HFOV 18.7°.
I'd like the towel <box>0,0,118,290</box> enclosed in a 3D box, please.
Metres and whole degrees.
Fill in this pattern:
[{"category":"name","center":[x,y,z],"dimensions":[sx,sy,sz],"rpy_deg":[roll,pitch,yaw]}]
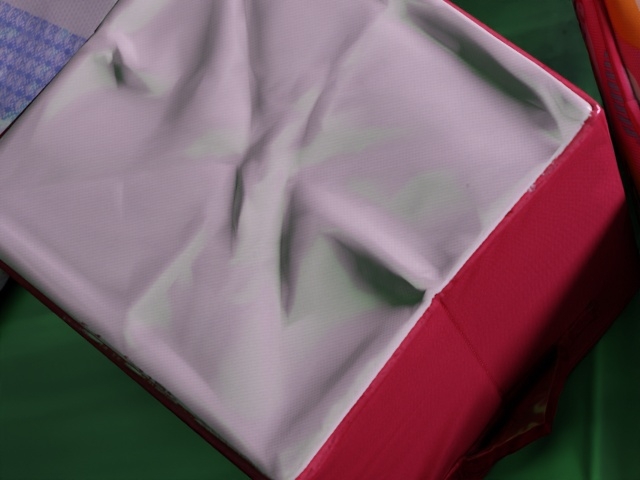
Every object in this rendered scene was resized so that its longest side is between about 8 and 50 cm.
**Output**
[{"category":"towel","center":[-0.209,-0.071,0.946],"dimensions":[0.209,0.034,0.285],"rpy_deg":[23,80,17]}]

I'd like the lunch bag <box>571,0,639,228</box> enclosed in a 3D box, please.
[{"category":"lunch bag","center":[0.250,-0.057,0.792],"dimensions":[0.258,0.120,0.293],"rpy_deg":[-16,68,3]}]

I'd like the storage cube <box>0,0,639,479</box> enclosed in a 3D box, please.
[{"category":"storage cube","center":[0.000,0.000,0.787],"dimensions":[0.215,0.193,0.184],"rpy_deg":[38,84,22]}]
